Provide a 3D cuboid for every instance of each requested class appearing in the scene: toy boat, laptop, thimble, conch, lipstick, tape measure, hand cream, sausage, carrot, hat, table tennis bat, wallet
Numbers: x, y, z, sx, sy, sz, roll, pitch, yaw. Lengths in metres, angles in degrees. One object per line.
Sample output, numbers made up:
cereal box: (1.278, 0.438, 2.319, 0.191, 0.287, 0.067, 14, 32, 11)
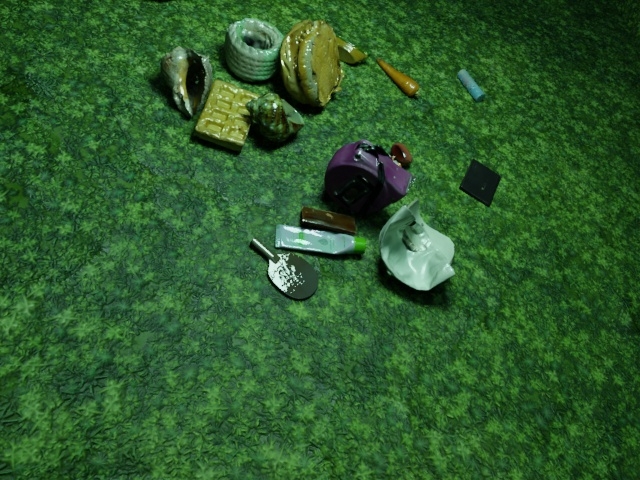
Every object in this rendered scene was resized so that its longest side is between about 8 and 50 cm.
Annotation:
toy boat: (0.094, -0.790, 2.136, 0.229, 0.089, 0.088, 31, 66, 6)
laptop: (0.606, -0.222, 1.984, 0.135, 0.016, 0.197, 32, 52, 1)
thimble: (-0.242, -0.684, 1.897, 0.218, 0.150, 0.219, 10, 54, -15)
conch: (-0.424, -0.520, 1.709, 0.162, 0.178, 0.246, -4, 81, -34)
lipstick: (0.656, -0.677, 2.298, 0.048, 0.048, 0.158, -14, 63, -28)
conch: (-0.153, -0.410, 1.739, 0.181, 0.124, 0.187, 51, 23, -28)
tape measure: (0.136, -0.194, 1.641, 0.231, 0.245, 0.149, 35, 52, -16)
hand cream: (0.000, 0.001, 1.588, 0.275, 0.050, 0.079, 7, 27, -11)
sausage: (0.292, -0.311, 1.899, 0.054, 0.059, 0.094, -4, 55, -48)
carrot: (0.316, -0.677, 2.165, 0.061, 0.061, 0.257, -30, 69, -34)
hat: (0.288, 0.002, 1.646, 0.258, 0.168, 0.301, 54, 28, -8)
table tennis bat: (-0.107, 0.074, 1.508, 0.234, 0.022, 0.131, 41, 54, 7)
wallet: (0.025, -0.060, 1.632, 0.176, 0.026, 0.095, 10, 35, -12)

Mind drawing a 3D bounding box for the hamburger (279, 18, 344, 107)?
hamburger: (-0.032, -0.626, 1.885, 0.158, 0.319, 0.319, 3, 46, 28)

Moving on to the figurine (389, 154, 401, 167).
figurine: (0.245, -0.280, 1.869, 0.064, 0.047, 0.109, -28, 61, -20)

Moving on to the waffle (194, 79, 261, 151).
waffle: (-0.305, -0.414, 1.745, 0.167, 0.057, 0.274, 16, 53, -9)
